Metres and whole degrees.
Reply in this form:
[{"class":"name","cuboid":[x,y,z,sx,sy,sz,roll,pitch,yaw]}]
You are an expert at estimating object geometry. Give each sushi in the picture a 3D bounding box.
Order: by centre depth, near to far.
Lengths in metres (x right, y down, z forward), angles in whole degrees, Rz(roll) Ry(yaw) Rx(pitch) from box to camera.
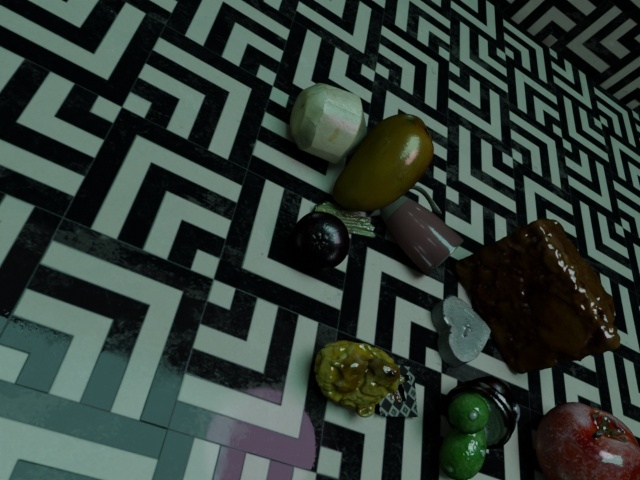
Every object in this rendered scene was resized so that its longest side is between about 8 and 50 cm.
[{"class":"sushi","cuboid":[0.182,0.370,1.327,0.120,0.026,0.126,15,61,-30]}]

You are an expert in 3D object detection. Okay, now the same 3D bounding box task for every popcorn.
[{"class":"popcorn","cuboid":[0.082,0.304,1.226,0.194,0.163,0.140,3,37,2]}]

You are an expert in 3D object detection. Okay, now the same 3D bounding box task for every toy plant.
[{"class":"toy plant","cuboid":[0.372,0.445,1.316,0.235,0.175,0.218,-26,123,-45]}]

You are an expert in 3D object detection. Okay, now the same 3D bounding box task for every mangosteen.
[{"class":"mangosteen","cuboid":[0.000,0.000,1.346,0.152,0.152,0.152,16,56,-26]}]

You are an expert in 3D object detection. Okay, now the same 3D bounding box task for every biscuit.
[{"class":"biscuit","cuboid":[0.612,0.155,1.540,0.166,0.342,0.395,-21,80,-43]}]

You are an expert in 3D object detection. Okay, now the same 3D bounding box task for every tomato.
[{"class":"tomato","cuboid":[0.701,0.567,1.431,0.270,0.227,0.270,20,24,-9]}]

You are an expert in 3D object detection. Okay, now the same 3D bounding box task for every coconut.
[{"class":"coconut","cuboid":[0.032,-0.320,1.502,0.222,0.202,0.202,14,58,-25]}]

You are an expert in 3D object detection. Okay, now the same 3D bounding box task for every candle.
[{"class":"candle","cuboid":[0.396,0.253,1.510,0.168,0.068,0.192,10,61,-26]}]

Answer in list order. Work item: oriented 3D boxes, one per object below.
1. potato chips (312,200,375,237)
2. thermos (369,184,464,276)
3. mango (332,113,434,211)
[{"class":"potato chips","cuboid":[0.066,-0.060,1.489,0.207,0.028,0.092,10,61,-28]},{"class":"thermos","cuboid":[0.273,-0.050,1.550,0.176,0.146,0.265,-40,80,-16]},{"class":"mango","cuboid":[0.170,-0.201,1.461,0.173,0.317,0.211,42,4,-40]}]
